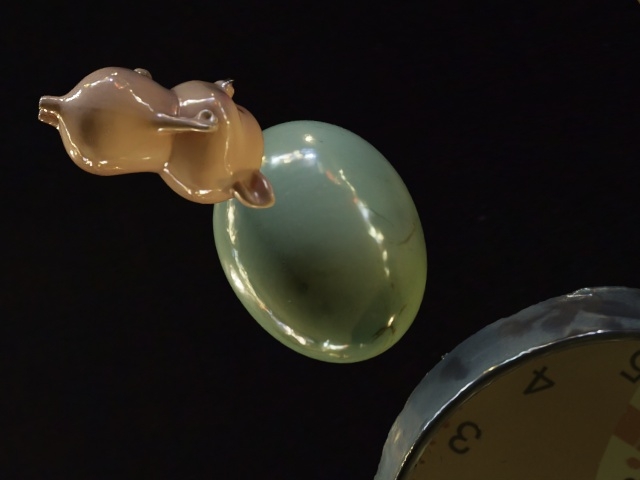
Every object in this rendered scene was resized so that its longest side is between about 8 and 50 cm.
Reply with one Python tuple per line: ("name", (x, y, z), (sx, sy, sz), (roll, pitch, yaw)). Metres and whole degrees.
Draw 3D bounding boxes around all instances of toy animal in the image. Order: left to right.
("toy animal", (-0.098, -0.064, 1.004), (0.150, 0.083, 0.089), (19, -59, -12))

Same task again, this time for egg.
("egg", (0.000, 0.000, 1.369), (0.168, 0.168, 0.231), (-46, -132, 23))

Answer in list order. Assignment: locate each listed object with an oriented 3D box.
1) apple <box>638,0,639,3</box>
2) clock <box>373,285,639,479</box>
("apple", (0.312, -0.236, 1.269), (0.174, 0.207, 0.188), (-14, -65, 3))
("clock", (0.228, 0.228, 1.265), (0.386, 0.076, 0.386), (0, -73, 1))
